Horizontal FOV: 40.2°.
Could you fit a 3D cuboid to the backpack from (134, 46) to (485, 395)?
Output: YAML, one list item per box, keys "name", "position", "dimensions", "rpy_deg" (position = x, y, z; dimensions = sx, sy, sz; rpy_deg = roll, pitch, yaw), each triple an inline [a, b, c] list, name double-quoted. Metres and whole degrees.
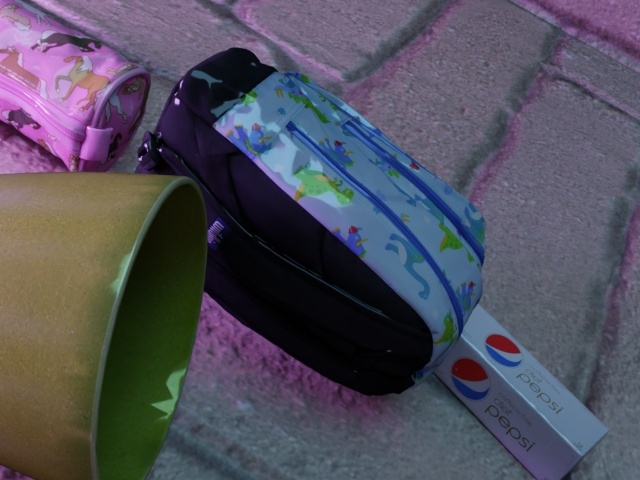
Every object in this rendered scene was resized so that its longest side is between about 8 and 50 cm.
- name: "backpack"
  position: [0.000, 0.000, 0.914]
  dimensions: [0.355, 0.290, 0.273]
  rpy_deg: [46, 49, 10]

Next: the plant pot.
- name: "plant pot"
  position: [-0.275, 0.054, 0.735]
  dimensions: [0.294, 0.274, 0.274]
  rpy_deg: [11, 39, 5]

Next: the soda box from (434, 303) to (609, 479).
- name: "soda box"
  position: [0.216, 0.171, 1.003]
  dimensions: [0.069, 0.074, 0.216]
  rpy_deg: [-23, 60, -44]

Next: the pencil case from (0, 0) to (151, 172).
- name: "pencil case"
  position: [-0.388, -0.220, 1.032]
  dimensions: [0.386, 0.160, 0.167]
  rpy_deg: [29, 63, 2]
